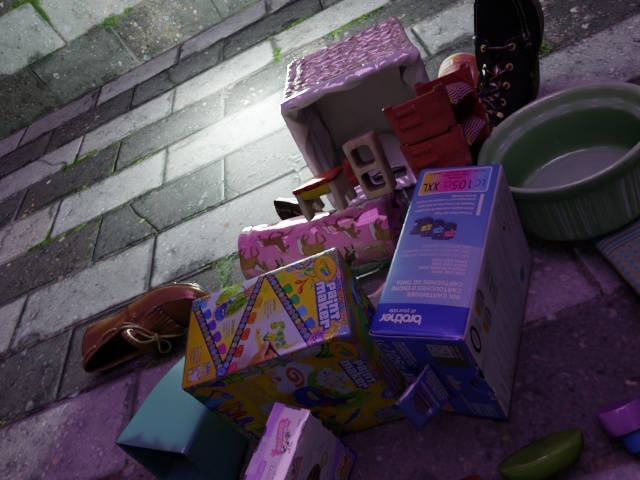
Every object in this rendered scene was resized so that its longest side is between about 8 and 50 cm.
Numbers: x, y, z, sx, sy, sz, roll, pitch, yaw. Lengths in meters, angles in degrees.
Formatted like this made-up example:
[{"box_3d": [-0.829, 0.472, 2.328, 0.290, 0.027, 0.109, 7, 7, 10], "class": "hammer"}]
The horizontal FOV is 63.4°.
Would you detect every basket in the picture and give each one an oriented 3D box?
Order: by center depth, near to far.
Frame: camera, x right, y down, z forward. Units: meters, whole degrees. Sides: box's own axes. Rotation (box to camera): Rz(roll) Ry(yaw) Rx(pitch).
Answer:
[{"box_3d": [0.115, -0.307, 1.274, 0.329, 0.331, 0.266, -19, 38, 15], "class": "basket"}]

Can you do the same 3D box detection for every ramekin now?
[{"box_3d": [0.463, -0.140, 0.954, 0.304, 0.148, 0.303, -26, 32, 18], "class": "ramekin"}]

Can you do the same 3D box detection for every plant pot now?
[{"box_3d": [-0.230, 0.332, 1.003, 0.166, 0.165, 0.234, -5, 41, 28], "class": "plant pot"}]

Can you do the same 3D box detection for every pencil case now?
[{"box_3d": [0.000, 0.000, 1.171, 0.386, 0.167, 0.160, -14, 64, 18], "class": "pencil case"}]

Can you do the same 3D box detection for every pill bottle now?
[{"box_3d": [0.361, -0.373, 1.329, 0.121, 0.121, 0.216, -8, 48, 25], "class": "pill bottle"}]

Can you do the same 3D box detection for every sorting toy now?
[{"box_3d": [0.311, 0.354, 0.714, 0.366, 0.127, 0.126, -28, 71, 2], "class": "sorting toy"}]

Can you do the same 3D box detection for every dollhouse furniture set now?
[{"box_3d": [0.126, -0.190, 1.032, 0.374, 0.152, 0.201, -17, 18, 33], "class": "dollhouse furniture set"}]

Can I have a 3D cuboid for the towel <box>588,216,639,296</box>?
[{"box_3d": [0.601, -0.023, 0.837, 0.272, 0.040, 0.370, -31, 30, 17], "class": "towel"}]

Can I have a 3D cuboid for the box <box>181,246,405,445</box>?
[{"box_3d": [-0.032, 0.206, 0.896, 0.279, 0.290, 0.177, -20, 43, 13], "class": "box"}]

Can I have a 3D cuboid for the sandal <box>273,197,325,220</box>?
[{"box_3d": [-0.039, -0.070, 1.333, 0.060, 0.089, 0.219, -30, 29, -30], "class": "sandal"}]

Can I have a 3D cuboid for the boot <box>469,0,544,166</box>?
[{"box_3d": [0.370, -0.338, 1.115, 0.138, 0.377, 0.284, 16, 66, 31], "class": "boot"}]

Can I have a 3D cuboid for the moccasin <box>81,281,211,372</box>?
[{"box_3d": [-0.421, 0.214, 1.240, 0.380, 0.139, 0.146, -22, 44, 13], "class": "moccasin"}]

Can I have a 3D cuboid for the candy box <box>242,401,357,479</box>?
[{"box_3d": [-0.032, 0.373, 0.809, 0.070, 0.196, 0.164, 2, 52, 33], "class": "candy box"}]

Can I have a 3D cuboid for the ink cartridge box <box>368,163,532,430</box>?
[{"box_3d": [0.226, 0.107, 0.846, 0.151, 0.270, 0.395, -3, 49, 33], "class": "ink cartridge box"}]

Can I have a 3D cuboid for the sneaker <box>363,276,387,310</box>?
[{"box_3d": [0.107, 0.121, 1.081, 0.158, 0.061, 0.065, -27, 15, 5], "class": "sneaker"}]
